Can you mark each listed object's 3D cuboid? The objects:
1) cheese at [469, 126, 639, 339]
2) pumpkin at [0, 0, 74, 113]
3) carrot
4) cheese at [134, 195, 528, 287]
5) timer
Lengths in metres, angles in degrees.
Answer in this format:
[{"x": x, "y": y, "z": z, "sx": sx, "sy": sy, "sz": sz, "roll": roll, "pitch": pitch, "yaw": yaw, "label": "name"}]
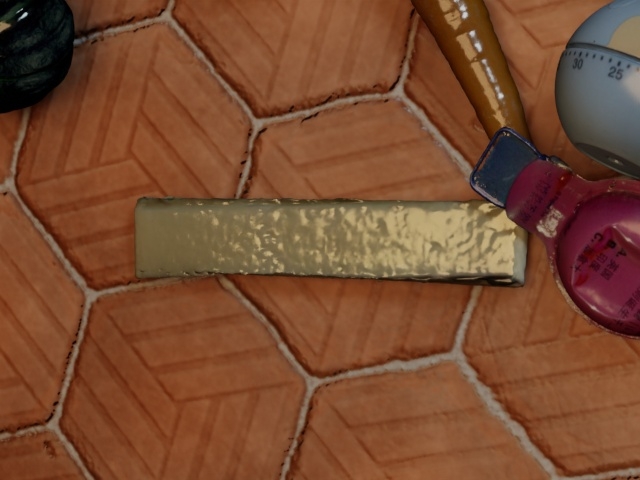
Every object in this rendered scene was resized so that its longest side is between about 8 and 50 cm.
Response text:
[{"x": 0.237, "y": -0.003, "z": 1.288, "sx": 0.244, "sy": 0.062, "sz": 0.155, "roll": 38, "pitch": 129, "yaw": 13, "label": "cheese"}, {"x": -0.335, "y": -0.213, "z": 1.475, "sx": 0.194, "sy": 0.150, "sz": 0.194, "roll": 9, "pitch": 109, "yaw": 28, "label": "pumpkin"}, {"x": 0.133, "y": -0.185, "z": 1.349, "sx": 0.069, "sy": 0.069, "sz": 0.336, "roll": -27, "pitch": 83, "yaw": 19, "label": "carrot"}, {"x": 0.001, "y": -0.001, "z": 1.416, "sx": 0.400, "sy": 0.034, "sz": 0.085, "roll": 0, "pitch": 86, "yaw": 21, "label": "cheese"}, {"x": 0.303, "y": -0.163, "z": 1.224, "sx": 0.175, "sy": 0.175, "sz": 0.255, "roll": 43, "pitch": 109, "yaw": 16, "label": "timer"}]
